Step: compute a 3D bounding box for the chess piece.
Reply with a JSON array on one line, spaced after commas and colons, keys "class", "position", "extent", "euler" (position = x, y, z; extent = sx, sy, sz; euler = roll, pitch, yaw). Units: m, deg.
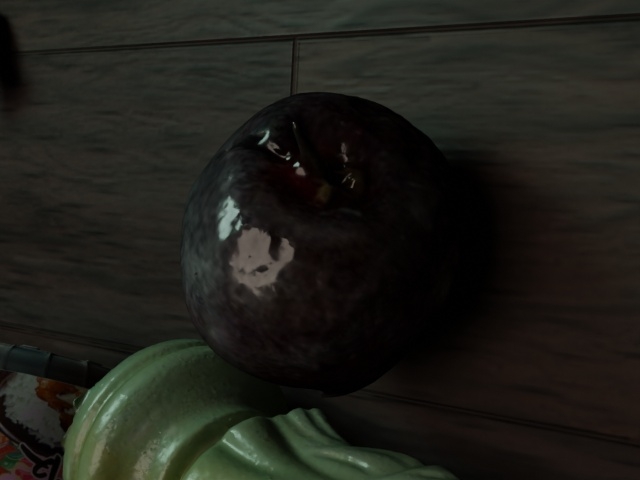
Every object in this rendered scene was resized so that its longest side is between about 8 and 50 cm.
[{"class": "chess piece", "position": [-0.025, 0.183, 0.923], "extent": [0.298, 0.176, 0.175], "euler": [21, 104, 47]}]

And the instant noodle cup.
[{"class": "instant noodle cup", "position": [-0.233, 0.179, 1.109], "extent": [0.302, 0.258, 0.181], "euler": [139, 143, -74]}]

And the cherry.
[{"class": "cherry", "position": [-0.004, 0.005, 0.914], "extent": [0.195, 0.195, 0.195], "euler": [-1, 89, 46]}]
